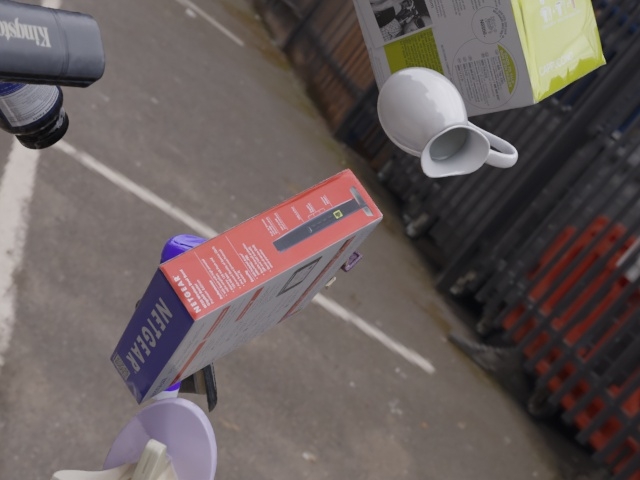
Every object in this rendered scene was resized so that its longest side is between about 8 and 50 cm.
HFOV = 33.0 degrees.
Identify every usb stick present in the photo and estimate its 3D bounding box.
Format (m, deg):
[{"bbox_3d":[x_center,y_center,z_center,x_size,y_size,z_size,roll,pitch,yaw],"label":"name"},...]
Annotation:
[{"bbox_3d":[-0.285,-0.182,0.984,0.045,0.077,0.278,-2,5,22],"label":"usb stick"}]

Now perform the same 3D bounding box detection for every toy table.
[{"bbox_3d":[-0.277,0.392,1.671,0.252,0.274,0.161,13,13,8],"label":"toy table"}]

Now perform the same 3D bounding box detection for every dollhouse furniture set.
[{"bbox_3d":[0.000,0.000,1.693,0.114,0.091,0.081,38,-28,17],"label":"dollhouse furniture set"}]

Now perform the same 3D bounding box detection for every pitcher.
[{"bbox_3d":[0.188,-0.173,1.626,0.177,0.125,0.207,8,30,-28],"label":"pitcher"}]

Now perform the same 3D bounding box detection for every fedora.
[{"bbox_3d":[-0.314,0.214,2.299,0.152,0.334,0.334,-8,21,-5],"label":"fedora"}]

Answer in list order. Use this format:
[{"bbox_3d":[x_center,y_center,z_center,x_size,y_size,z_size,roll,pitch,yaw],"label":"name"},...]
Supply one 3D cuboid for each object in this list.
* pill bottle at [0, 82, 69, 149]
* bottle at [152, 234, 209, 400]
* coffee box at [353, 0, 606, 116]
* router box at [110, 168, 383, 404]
[{"bbox_3d":[-0.491,-0.249,1.744,0.123,0.123,0.219,46,-14,32],"label":"pill bottle"},{"bbox_3d":[-0.249,0.135,1.860,0.092,0.283,0.118,16,12,6],"label":"bottle"},{"bbox_3d":[0.308,-0.435,2.093,0.337,0.334,0.338,-31,108,-48],"label":"coffee box"},{"bbox_3d":[-0.107,0.068,1.443,0.301,0.335,0.082,-28,78,-31],"label":"router box"}]
